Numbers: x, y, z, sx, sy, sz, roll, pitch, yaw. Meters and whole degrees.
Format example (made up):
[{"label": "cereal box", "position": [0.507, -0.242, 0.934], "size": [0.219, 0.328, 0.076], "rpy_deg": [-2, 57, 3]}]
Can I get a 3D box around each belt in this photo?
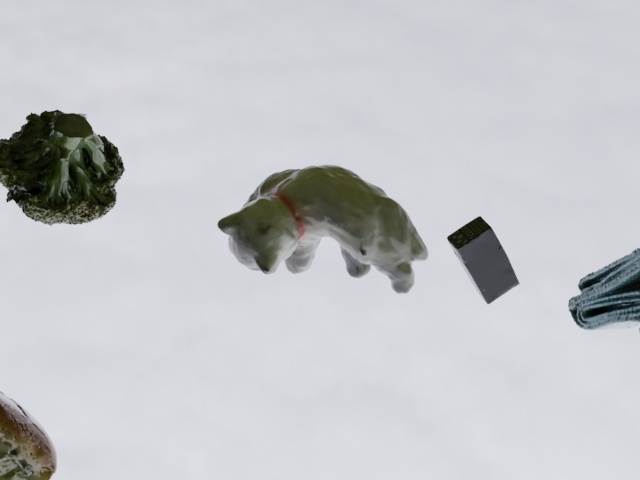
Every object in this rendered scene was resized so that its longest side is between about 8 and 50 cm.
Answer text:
[{"label": "belt", "position": [0.281, 0.054, 0.656], "size": [0.065, 0.179, 0.100], "rpy_deg": [-7, -105, -15]}]

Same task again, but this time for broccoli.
[{"label": "broccoli", "position": [-0.261, -0.076, 0.783], "size": [0.131, 0.120, 0.130], "rpy_deg": [-19, -112, -36]}]

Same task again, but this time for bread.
[{"label": "bread", "position": [-0.188, 0.111, 0.411], "size": [0.083, 0.070, 0.077], "rpy_deg": [12, -108, 47]}]

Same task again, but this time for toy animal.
[{"label": "toy animal", "position": [0.000, 0.000, 1.257], "size": [0.308, 0.266, 0.188], "rpy_deg": [51, -155, 8]}]

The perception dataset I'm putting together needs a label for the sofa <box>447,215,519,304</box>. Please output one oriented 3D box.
[{"label": "sofa", "position": [0.229, 0.028, 1.086], "size": [0.060, 0.118, 0.039], "rpy_deg": [-32, -148, 4]}]
